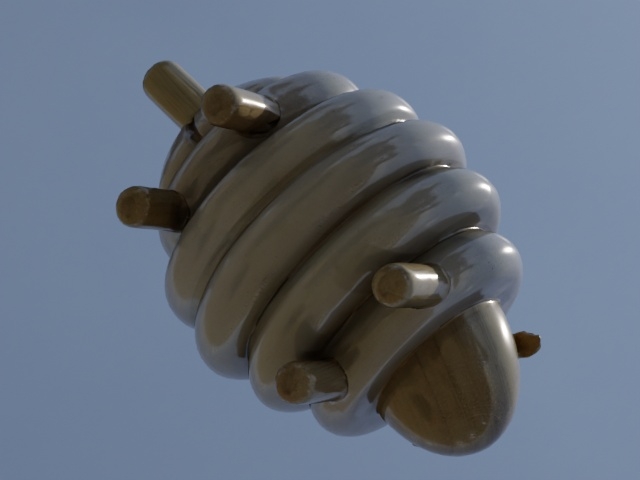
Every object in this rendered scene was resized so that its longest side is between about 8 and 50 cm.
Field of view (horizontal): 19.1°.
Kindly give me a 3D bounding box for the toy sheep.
[{"bbox_3d":[0.000,0.000,0.464,0.132,0.091,0.091,51,-61,18],"label":"toy sheep"}]
